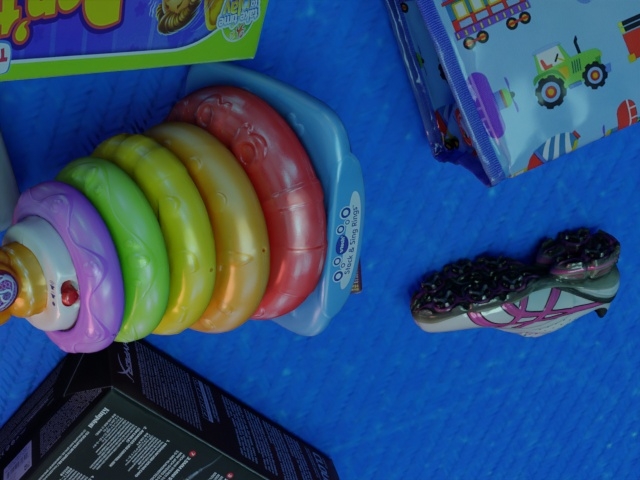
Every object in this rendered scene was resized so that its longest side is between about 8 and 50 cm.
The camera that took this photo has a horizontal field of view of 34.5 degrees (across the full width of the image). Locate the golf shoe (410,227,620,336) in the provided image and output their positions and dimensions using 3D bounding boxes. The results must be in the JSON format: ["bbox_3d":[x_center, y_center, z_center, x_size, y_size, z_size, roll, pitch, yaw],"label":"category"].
[{"bbox_3d":[0.166,0.054,0.862,0.186,0.067,0.086,-13,120,-9],"label":"golf shoe"}]

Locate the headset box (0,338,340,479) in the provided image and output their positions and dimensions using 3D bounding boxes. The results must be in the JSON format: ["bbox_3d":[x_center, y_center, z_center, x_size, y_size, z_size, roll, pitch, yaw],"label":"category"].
[{"bbox_3d":[-0.127,0.234,0.847,0.293,0.110,0.218,37,102,-28],"label":"headset box"}]

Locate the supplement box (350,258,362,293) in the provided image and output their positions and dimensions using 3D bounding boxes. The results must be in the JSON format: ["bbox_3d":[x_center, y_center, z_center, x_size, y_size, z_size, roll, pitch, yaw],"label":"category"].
[{"bbox_3d":[0.000,0.000,0.803,0.054,0.043,0.083,-9,117,-11],"label":"supplement box"}]

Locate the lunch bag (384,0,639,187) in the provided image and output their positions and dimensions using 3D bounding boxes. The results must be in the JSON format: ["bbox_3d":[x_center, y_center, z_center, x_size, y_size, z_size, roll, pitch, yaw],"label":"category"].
[{"bbox_3d":[0.145,-0.220,0.702,0.220,0.138,0.293,-24,106,-5],"label":"lunch bag"}]

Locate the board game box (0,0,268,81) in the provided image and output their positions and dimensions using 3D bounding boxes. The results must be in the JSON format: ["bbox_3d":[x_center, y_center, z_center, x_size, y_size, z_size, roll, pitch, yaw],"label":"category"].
[{"bbox_3d":[-0.137,-0.205,0.521,0.347,0.078,0.233,-21,132,-55],"label":"board game box"}]

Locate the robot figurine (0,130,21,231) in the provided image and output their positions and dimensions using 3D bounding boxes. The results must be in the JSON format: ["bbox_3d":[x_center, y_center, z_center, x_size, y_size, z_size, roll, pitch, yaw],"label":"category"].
[{"bbox_3d":[-0.320,-0.010,0.610,0.299,0.199,0.354,-25,130,-33],"label":"robot figurine"}]

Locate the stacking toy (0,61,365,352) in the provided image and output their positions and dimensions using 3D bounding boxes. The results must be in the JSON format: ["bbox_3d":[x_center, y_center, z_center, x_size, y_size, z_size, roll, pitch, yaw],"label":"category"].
[{"bbox_3d":[-0.129,0.004,0.631,0.301,0.165,0.175,-20,127,-41],"label":"stacking toy"}]
